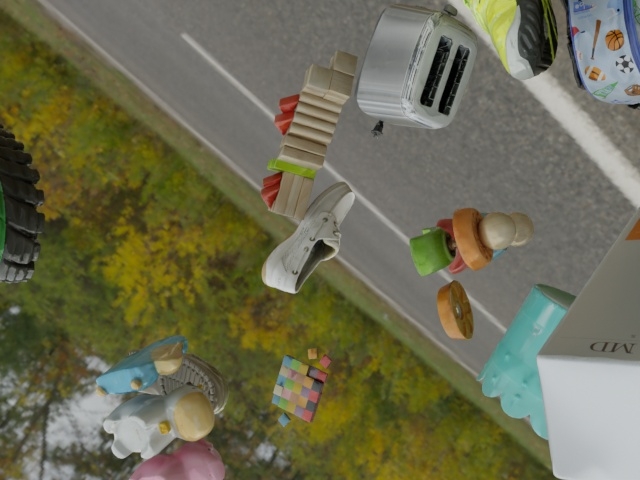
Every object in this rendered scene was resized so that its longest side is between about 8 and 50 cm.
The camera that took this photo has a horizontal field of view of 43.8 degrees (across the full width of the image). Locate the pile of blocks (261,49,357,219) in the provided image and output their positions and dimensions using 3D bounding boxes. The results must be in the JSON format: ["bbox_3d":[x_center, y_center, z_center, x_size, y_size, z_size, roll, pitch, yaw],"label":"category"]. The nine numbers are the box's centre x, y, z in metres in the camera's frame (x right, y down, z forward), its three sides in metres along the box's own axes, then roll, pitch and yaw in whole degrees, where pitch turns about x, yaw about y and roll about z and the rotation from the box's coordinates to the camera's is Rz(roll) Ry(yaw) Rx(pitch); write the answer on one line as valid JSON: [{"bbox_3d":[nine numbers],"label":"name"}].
[{"bbox_3d":[-0.046,-0.207,1.544,0.113,0.362,0.149,15,-157,-15],"label":"pile of blocks"}]

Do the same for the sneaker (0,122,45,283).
[{"bbox_3d":[-0.352,-0.107,0.652,0.146,0.134,0.343,-6,-131,-44],"label":"sneaker"}]

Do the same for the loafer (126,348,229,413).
[{"bbox_3d":[-0.244,0.242,1.407,0.269,0.101,0.092,10,-179,44],"label":"loafer"}]

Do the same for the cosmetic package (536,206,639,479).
[{"bbox_3d":[0.445,0.102,0.938,0.230,0.453,0.161,-1,112,35],"label":"cosmetic package"}]

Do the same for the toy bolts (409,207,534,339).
[{"bbox_3d":[0.276,0.034,1.328,0.228,0.159,0.218,-39,-70,-62],"label":"toy bolts"}]

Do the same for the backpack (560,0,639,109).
[{"bbox_3d":[0.483,-0.323,1.185,0.213,0.263,0.276,-12,95,53],"label":"backpack"}]

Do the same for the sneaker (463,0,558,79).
[{"bbox_3d":[0.229,-0.372,1.113,0.145,0.147,0.384,44,-146,-53],"label":"sneaker"}]

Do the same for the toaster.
[{"bbox_3d":[0.152,-0.269,1.283,0.129,0.227,0.146,17,-176,-35],"label":"toaster"}]

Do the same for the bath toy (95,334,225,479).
[{"bbox_3d":[-0.206,0.322,1.167,0.129,0.151,0.348,-43,-56,-64],"label":"bath toy"}]

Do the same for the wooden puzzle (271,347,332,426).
[{"bbox_3d":[-0.021,0.140,0.759,0.049,0.083,0.006,19,-176,32],"label":"wooden puzzle"}]

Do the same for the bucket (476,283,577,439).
[{"bbox_3d":[0.406,0.201,1.245,0.281,0.183,0.281,23,-169,-5],"label":"bucket"}]

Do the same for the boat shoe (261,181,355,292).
[{"bbox_3d":[0.000,0.000,1.601,0.096,0.277,0.098,26,155,27],"label":"boat shoe"}]
